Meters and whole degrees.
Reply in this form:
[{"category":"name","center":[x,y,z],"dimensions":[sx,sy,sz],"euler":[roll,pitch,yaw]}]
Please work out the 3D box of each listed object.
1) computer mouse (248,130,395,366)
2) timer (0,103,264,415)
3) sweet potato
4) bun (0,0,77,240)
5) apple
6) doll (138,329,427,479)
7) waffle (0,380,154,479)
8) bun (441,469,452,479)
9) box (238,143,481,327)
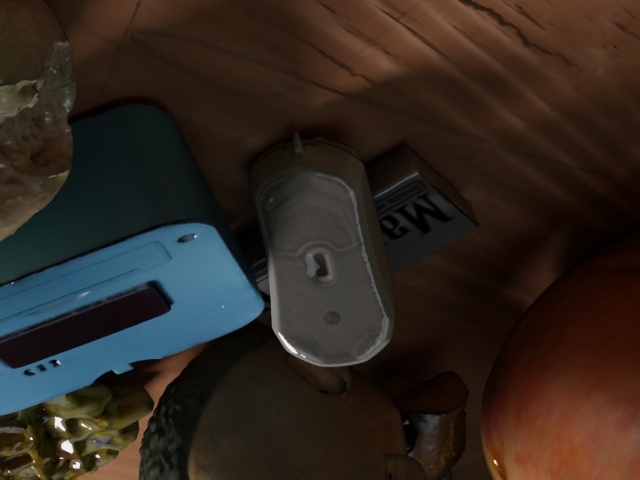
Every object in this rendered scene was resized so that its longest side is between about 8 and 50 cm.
[{"category":"computer mouse","center":[0.000,0.000,1.378],"dimensions":[0.089,0.056,0.181],"euler":[-9,116,8]},{"category":"timer","center":[-0.171,0.026,1.334],"dimensions":[0.232,0.091,0.250],"euler":[-21,157,1]},{"category":"sweet potato","center":[0.047,0.194,1.792],"dimensions":[0.112,0.085,0.286],"euler":[21,146,-26]},{"category":"bun","center":[-0.236,-0.053,1.104],"dimensions":[0.237,0.116,0.210],"euler":[-32,150,25]},{"category":"apple","center":[0.344,0.160,1.608],"dimensions":[0.346,0.391,0.391],"euler":[-41,154,-8]},{"category":"doll","center":[-0.031,0.202,1.596],"dimensions":[0.247,0.247,0.349],"euler":[-11,161,-17]},{"category":"waffle","center":[-0.252,0.171,1.566],"dimensions":[0.204,0.054,0.223],"euler":[11,138,-46]},{"category":"bun","center":[0.090,0.231,1.917],"dimensions":[0.083,0.045,0.083],"euler":[-15,149,-10]},{"category":"box","center":[0.017,0.001,1.460],"dimensions":[0.177,0.036,0.115],"euler":[-29,149,15]}]
